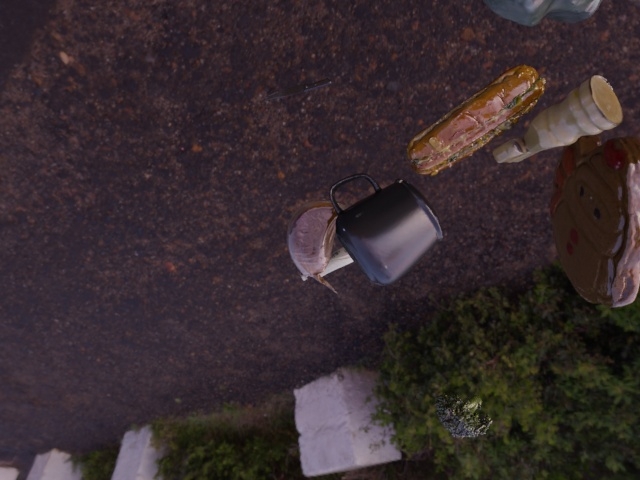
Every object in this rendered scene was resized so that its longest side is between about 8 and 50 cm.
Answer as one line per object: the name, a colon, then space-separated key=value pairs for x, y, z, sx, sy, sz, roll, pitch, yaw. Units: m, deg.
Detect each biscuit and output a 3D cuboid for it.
biscuit: x=0.583 y=-0.055 z=0.993 sx=0.074 sy=0.359 sz=0.381 roll=-9 pitch=136 yaw=5

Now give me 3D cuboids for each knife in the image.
knife: x=-0.055 y=-0.363 z=1.126 sx=0.170 sy=0.023 sz=0.010 roll=-10 pitch=164 yaw=16

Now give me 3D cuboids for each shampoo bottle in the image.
shampoo bottle: x=0.015 y=0.061 z=1.153 sx=0.141 sy=0.049 sz=0.034 roll=-28 pitch=141 yaw=0

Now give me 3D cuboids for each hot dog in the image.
hot dog: x=0.274 y=-0.209 z=0.837 sx=0.269 sy=0.072 sz=0.115 roll=-35 pitch=142 yaw=16

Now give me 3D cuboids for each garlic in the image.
garlic: x=-0.010 y=0.007 z=1.019 sx=0.128 sy=0.198 sz=0.090 roll=10 pitch=-178 yaw=14

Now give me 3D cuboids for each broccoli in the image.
broccoli: x=0.273 y=0.333 z=0.907 sx=0.092 sy=0.095 sz=0.097 roll=-22 pitch=158 yaw=-26

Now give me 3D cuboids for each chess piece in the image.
chess piece: x=0.396 y=-0.187 z=0.806 sx=0.090 sy=0.090 sz=0.200 roll=28 pitch=149 yaw=-20

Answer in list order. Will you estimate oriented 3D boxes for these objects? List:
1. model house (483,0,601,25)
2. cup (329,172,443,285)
model house: x=0.290 y=-0.217 z=0.243 sx=0.324 sy=0.194 sz=0.267 roll=23 pitch=130 yaw=3
cup: x=0.117 y=-0.038 z=0.900 sx=0.176 sy=0.169 sz=0.223 roll=-35 pitch=85 yaw=1
